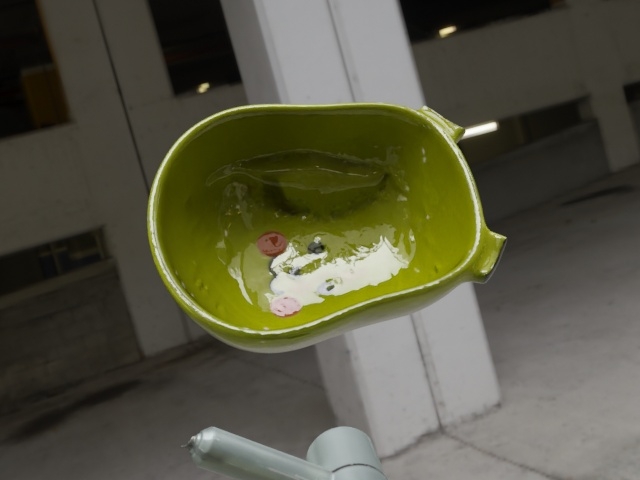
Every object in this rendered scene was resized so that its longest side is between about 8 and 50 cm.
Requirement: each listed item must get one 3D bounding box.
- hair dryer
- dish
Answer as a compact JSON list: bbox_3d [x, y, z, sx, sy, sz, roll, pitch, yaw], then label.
[{"bbox_3d":[-0.020,0.140,0.569,0.137,0.047,0.082,22,16,-18],"label":"hair dryer"},{"bbox_3d":[0.000,0.000,0.740,0.262,0.221,0.108,-9,-34,-8],"label":"dish"}]
